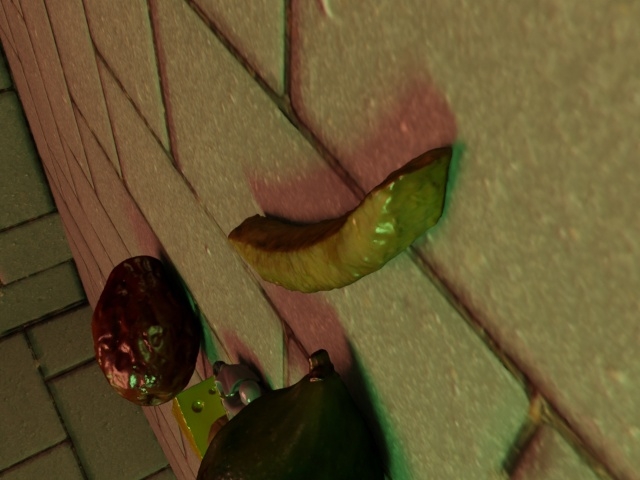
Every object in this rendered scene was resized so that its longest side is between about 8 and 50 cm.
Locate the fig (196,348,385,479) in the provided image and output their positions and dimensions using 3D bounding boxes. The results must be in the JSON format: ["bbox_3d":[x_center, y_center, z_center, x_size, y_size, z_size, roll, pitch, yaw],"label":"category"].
[{"bbox_3d":[-0.023,0.229,0.753,0.195,0.195,0.245,47,129,41],"label":"fig"}]

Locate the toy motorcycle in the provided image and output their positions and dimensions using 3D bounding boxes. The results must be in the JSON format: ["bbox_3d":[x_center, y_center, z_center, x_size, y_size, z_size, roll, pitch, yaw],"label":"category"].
[{"bbox_3d":[-0.103,0.265,1.119,0.225,0.073,0.152,59,155,19],"label":"toy motorcycle"}]

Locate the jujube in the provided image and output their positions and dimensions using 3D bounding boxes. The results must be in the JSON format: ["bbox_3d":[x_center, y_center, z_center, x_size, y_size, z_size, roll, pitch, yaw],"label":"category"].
[{"bbox_3d":[-0.326,0.168,1.398,0.197,0.197,0.290,96,160,-52],"label":"jujube"}]

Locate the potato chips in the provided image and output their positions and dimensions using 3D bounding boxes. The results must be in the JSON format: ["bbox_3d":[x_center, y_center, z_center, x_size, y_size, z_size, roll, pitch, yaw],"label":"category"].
[{"bbox_3d":[0.000,0.000,0.622,0.080,0.057,0.407,65,159,-5],"label":"potato chips"}]

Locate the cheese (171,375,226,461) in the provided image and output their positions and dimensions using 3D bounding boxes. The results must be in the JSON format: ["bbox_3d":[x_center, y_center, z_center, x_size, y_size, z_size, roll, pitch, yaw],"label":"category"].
[{"bbox_3d":[-0.208,0.368,1.439,0.171,0.093,0.126,59,155,16],"label":"cheese"}]

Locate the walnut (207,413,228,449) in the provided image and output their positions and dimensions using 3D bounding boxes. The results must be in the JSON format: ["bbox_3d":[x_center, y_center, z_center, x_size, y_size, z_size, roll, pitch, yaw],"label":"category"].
[{"bbox_3d":[-0.137,0.351,1.251,0.124,0.105,0.105,56,157,14],"label":"walnut"}]
